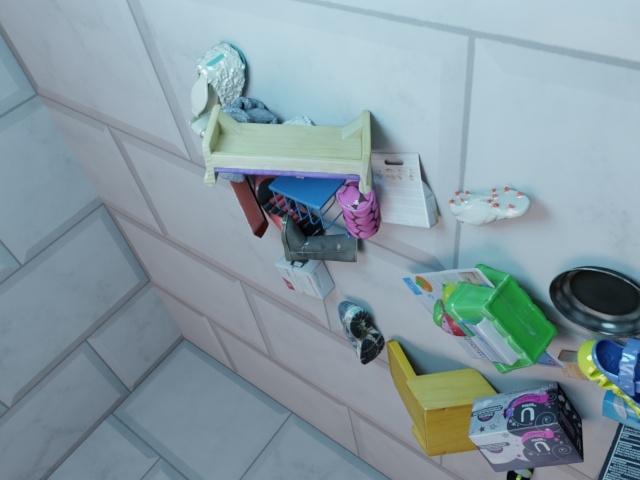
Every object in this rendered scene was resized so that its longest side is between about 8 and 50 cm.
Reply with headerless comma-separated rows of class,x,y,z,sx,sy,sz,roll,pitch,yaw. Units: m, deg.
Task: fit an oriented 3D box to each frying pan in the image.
frying pan,0.581,0.092,1.029,0.197,0.053,0.326,38,150,5

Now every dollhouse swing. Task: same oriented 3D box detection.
dollhouse swing,0.403,0.492,1.785,0.315,0.305,0.347,-10,135,4

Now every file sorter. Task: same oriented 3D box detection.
file sorter,-0.028,-0.119,1.436,0.170,0.118,0.104,25,150,29

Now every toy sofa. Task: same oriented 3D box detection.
toy sofa,-0.067,-0.180,1.188,0.362,0.150,0.177,3,139,0

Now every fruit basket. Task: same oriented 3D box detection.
fruit basket,0.374,0.201,1.325,0.327,0.165,0.353,48,154,-10

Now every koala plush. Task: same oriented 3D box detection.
koala plush,-0.126,-0.252,1.352,0.221,0.203,0.196,16,130,8

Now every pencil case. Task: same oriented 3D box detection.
pencil case,0.091,-0.073,1.317,0.098,0.095,0.209,40,170,19

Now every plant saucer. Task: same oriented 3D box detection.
plant saucer,-0.218,-0.136,1.569,0.259,0.047,0.258,112,133,-88

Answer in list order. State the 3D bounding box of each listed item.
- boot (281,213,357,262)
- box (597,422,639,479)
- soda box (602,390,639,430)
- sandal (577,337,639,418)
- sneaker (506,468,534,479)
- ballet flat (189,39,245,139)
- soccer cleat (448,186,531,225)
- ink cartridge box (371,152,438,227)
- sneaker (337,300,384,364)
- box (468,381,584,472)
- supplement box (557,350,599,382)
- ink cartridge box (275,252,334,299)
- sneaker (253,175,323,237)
boot,0.000,-0.002,1.514,0.208,0.076,0.190,3,142,10
box,0.792,0.584,1.179,0.296,0.294,0.183,2,134,51
soda box,0.753,0.393,1.206,0.210,0.067,0.071,16,142,38
sandal,0.697,0.307,1.102,0.317,0.126,0.138,34,151,11
sneaker,0.680,0.847,1.879,0.084,0.097,0.235,24,146,32
ballet flat,-0.293,-0.354,1.433,0.147,0.147,0.409,39,152,7
soccer cleat,0.349,-0.064,1.100,0.076,0.068,0.196,52,158,-26
ink cartridge box,0.193,-0.123,1.255,0.145,0.045,0.179,10,120,45
sneaker,0.134,0.311,1.861,0.122,0.110,0.283,38,154,47
box,0.550,0.506,1.448,0.247,0.142,0.163,-25,112,33
supplement box,0.621,0.299,1.274,0.098,0.036,0.062,-5,127,53
ink cartridge box,-0.052,0.118,1.831,0.175,0.072,0.127,13,140,42
sneaker,-0.095,-0.085,1.611,0.314,0.116,0.136,56,175,-31
